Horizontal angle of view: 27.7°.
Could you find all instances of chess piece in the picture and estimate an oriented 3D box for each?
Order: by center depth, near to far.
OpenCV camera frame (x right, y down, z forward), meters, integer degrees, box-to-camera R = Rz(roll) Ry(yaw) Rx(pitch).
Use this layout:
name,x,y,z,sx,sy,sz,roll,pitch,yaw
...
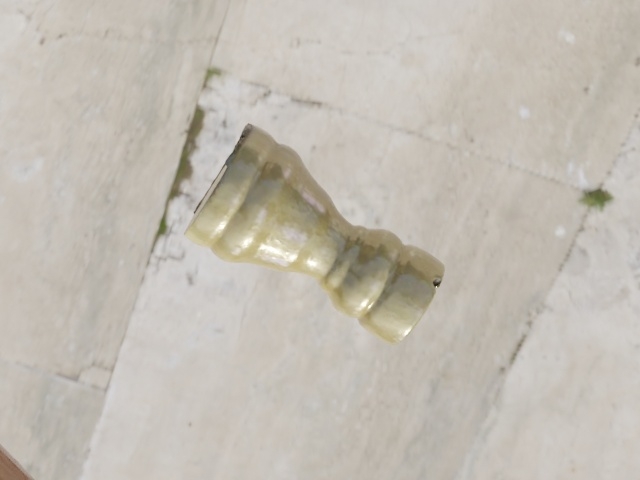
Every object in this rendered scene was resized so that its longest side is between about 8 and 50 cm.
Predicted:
name,x,y,z,sx,sy,sz,roll,pitch,yaw
chess piece,0.000,0.000,0.644,0.122,0.066,0.066,30,114,-6

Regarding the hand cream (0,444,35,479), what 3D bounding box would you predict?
name,x,y,z,sx,sy,sz,roll,pitch,yaw
hand cream,-0.215,-0.011,0.350,0.314,0.140,0.089,46,102,7
